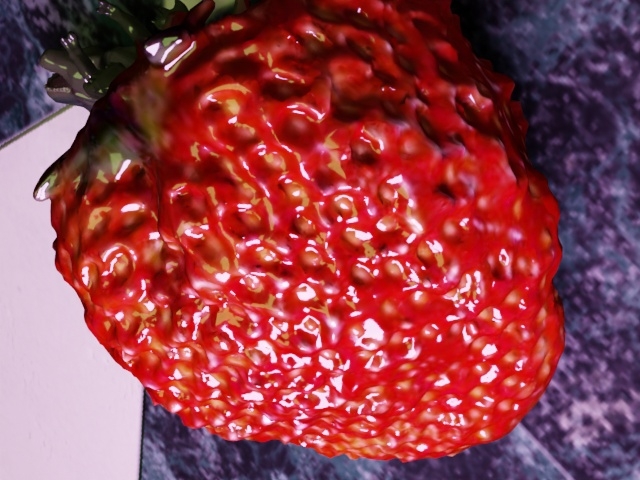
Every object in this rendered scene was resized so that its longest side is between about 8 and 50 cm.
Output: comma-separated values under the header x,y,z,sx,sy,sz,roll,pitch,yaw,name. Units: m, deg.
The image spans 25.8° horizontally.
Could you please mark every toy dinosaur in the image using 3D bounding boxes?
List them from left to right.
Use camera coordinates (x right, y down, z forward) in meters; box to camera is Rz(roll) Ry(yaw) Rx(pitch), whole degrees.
x,y,z,sx,sy,sz,roll,pitch,yaw,name
-0.095,-0.075,0.933,0.187,0.087,0.179,36,164,43,toy dinosaur

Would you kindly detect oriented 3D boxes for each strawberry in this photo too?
x,y,z,sx,sy,sz,roll,pitch,yaw,name
0.003,-0.001,0.739,0.261,0.261,0.257,-47,68,40,strawberry
